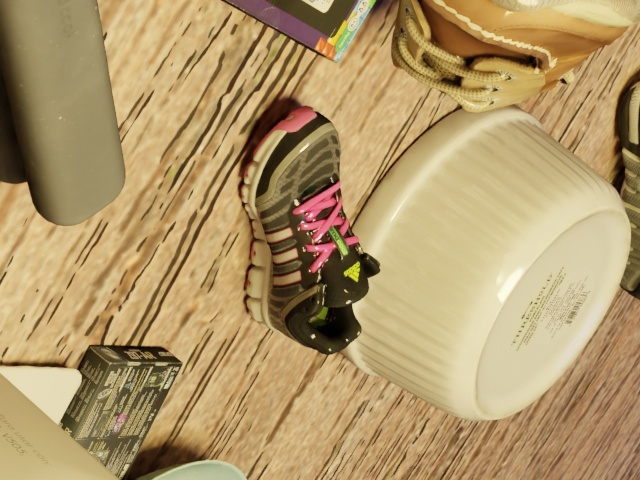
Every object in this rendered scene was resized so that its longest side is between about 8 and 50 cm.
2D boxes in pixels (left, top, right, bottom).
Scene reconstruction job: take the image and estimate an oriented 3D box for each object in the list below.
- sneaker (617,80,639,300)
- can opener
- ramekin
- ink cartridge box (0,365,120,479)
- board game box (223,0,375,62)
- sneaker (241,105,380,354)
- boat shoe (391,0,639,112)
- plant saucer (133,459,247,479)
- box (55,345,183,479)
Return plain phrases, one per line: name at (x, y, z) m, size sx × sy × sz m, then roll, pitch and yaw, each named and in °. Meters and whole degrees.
sneaker at (0.296, -0.057, 1.330) m, size 0.132 × 0.086 × 0.229 m, roll -40°, pitch 146°, yaw -30°
can opener at (-0.108, -0.132, 0.674) m, size 0.095 × 0.076 × 0.283 m, roll -38°, pitch 147°, yaw -27°
ramekin at (0.113, 0.021, 1.116) m, size 0.207 × 0.109 × 0.207 m, roll -36°, pitch 145°, yaw -31°
ink cartridge box at (-0.226, 0.167, 0.755) m, size 0.353 × 0.119 × 0.207 m, roll 5°, pitch 116°, yaw -57°
board game box at (0.003, -0.184, 0.810) m, size 0.170 × 0.048 × 0.141 m, roll -58°, pitch 148°, yaw 6°
sneaker at (0.000, 0.000, 0.962) m, size 0.063 × 0.075 × 0.170 m, roll -33°, pitch 143°, yaw -34°
boat shoe at (0.098, -0.118, 0.883) m, size 0.116 × 0.123 × 0.324 m, roll -52°, pitch 171°, yaw 16°
plant saucer at (-0.123, 0.206, 1.030) m, size 0.195 × 0.037 × 0.195 m, roll -36°, pitch 145°, yaw -31°
box at (-0.120, 0.099, 0.945) m, size 0.067 × 0.018 × 0.083 m, roll 6°, pitch 115°, yaw -57°
